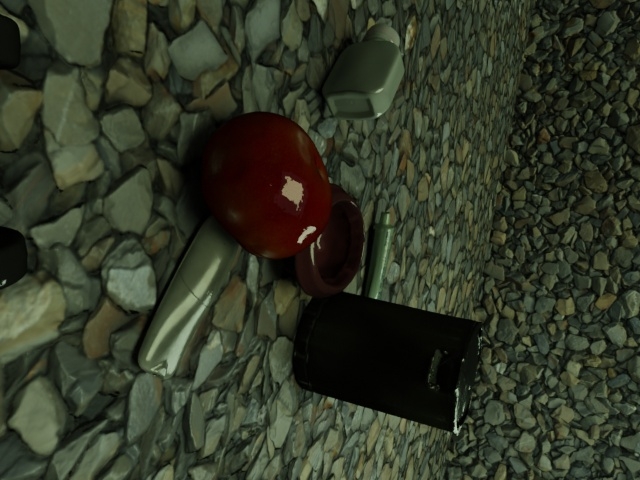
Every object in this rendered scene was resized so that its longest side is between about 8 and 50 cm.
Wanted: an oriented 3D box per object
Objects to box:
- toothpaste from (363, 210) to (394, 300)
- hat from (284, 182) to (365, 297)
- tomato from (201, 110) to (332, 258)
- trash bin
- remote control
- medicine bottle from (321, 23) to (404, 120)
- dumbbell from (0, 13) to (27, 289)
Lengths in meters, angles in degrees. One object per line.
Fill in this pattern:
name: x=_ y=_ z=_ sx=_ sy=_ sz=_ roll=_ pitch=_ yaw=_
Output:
toothpaste: x=0.130 y=0.067 z=1.246 sx=0.069 sy=0.047 sz=0.268 roll=-45 pitch=143 yaw=-76
hat: x=0.000 y=0.000 z=0.930 sx=0.205 sy=0.089 sz=0.205 roll=-17 pitch=111 yaw=-55
tomato: x=-0.062 y=-0.071 z=0.706 sx=0.195 sy=0.136 sz=0.195 roll=55 pitch=24 yaw=-40
trash bin: x=0.130 y=0.214 z=1.013 sx=0.252 sy=0.302 sz=0.202 roll=25 pitch=76 yaw=-61
remote control: x=-0.155 y=0.065 z=0.700 sx=0.229 sy=0.044 sz=0.073 roll=-68 pitch=153 yaw=-24
medicine bottle: x=0.082 y=-0.295 z=0.959 sx=0.069 sy=0.119 sz=0.183 roll=58 pitch=46 yaw=-48
dumbbell: x=-0.265 y=-0.056 z=0.343 sx=0.143 sy=0.143 sz=0.325 roll=-15 pitch=111 yaw=-61
